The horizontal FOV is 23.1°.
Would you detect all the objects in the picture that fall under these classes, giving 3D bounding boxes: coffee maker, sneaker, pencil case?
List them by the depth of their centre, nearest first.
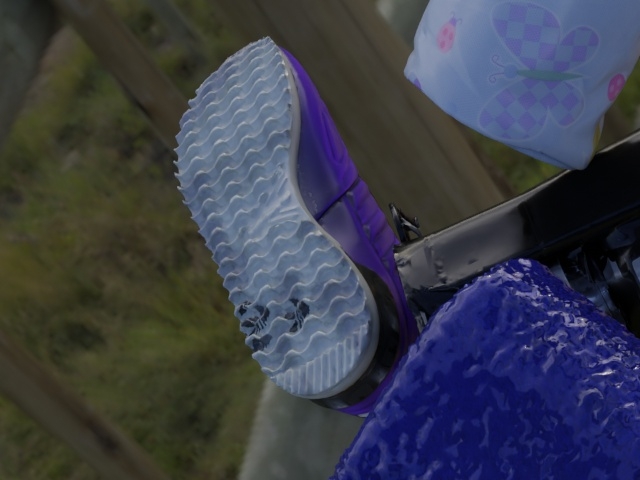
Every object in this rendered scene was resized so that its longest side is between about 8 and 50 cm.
[{"bbox_3d":[0.150,-0.172,0.827,0.273,0.124,0.113,-65,30,17],"label":"pencil case"},{"bbox_3d":[0.140,0.008,0.905,0.178,0.120,0.171,-27,67,10],"label":"coffee maker"},{"bbox_3d":[-0.001,0.001,1.038,0.102,0.146,0.293,-35,51,22],"label":"sneaker"}]

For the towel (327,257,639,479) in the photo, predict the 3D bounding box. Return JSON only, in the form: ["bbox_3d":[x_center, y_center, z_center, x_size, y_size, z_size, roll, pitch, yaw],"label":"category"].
[{"bbox_3d":[0.109,0.173,0.549,0.308,0.076,0.227,45,109,41],"label":"towel"}]
